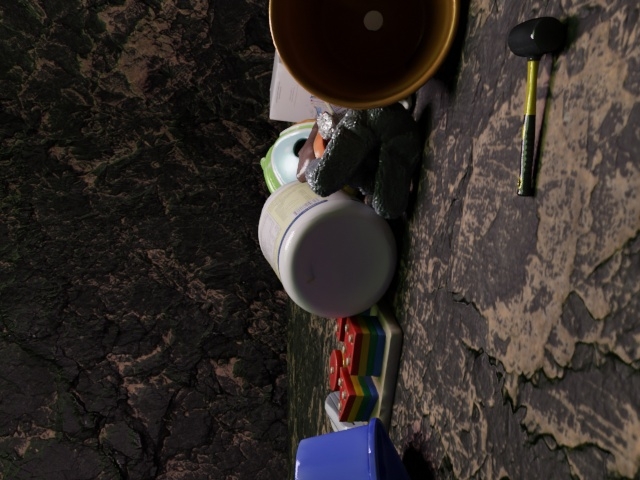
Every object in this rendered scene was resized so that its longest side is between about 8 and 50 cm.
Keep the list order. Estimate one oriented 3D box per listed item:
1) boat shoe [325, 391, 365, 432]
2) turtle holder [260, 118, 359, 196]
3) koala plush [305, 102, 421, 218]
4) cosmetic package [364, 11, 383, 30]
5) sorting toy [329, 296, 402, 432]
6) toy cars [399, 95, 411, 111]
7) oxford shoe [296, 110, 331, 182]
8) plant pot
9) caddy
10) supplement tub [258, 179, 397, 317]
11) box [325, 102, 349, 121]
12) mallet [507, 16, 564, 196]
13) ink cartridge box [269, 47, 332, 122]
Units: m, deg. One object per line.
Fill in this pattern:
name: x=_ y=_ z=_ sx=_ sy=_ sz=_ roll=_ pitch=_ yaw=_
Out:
boat shoe: x=0.054 y=0.407 z=1.427 sx=0.226 sy=0.083 sz=0.076 roll=-113 pitch=22 yaw=-82
turtle holder: x=-0.009 y=-0.160 z=1.607 sx=0.227 sy=0.243 sz=0.321 roll=-46 pitch=33 yaw=48
koala plush: x=0.083 y=-0.178 z=1.213 sx=0.221 sy=0.196 sz=0.204 roll=-110 pitch=40 yaw=-72
cosmetic package: x=0.113 y=-0.645 z=1.416 sx=0.160 sy=0.113 sz=0.310 roll=-97 pitch=14 yaw=-50
sorting toy: x=0.079 y=0.249 z=1.317 sx=0.257 sy=0.089 sz=0.256 roll=-113 pitch=28 yaw=-71
toy cars: x=0.138 y=-0.419 z=1.225 sx=0.176 sy=0.087 sz=0.394 roll=-114 pitch=29 yaw=-73
oxford shoe: x=-0.005 y=-0.207 z=1.406 sx=0.097 sy=0.098 sz=0.271 roll=52 pitch=-158 yaw=-16
plant pot: x=0.078 y=-0.368 z=1.058 sx=0.203 sy=0.290 sz=0.291 roll=-58 pitch=-25 yaw=-73
caddy: x=0.075 y=0.450 z=0.991 sx=0.241 sy=0.179 sz=0.342 roll=66 pitch=-164 yaw=-50
supplement tub: x=0.000 y=0.000 z=1.340 sx=0.325 sy=0.235 sz=0.236 roll=-134 pitch=48 yaw=-67
box: x=0.019 y=-0.436 z=1.520 sx=0.243 sy=0.117 sz=0.214 roll=54 pitch=-168 yaw=-27
mallet: x=0.229 y=-0.142 z=0.686 sx=0.062 sy=0.039 sz=0.190 roll=-164 pitch=73 yaw=-79
ink cartridge box: x=-0.016 y=-0.433 z=1.775 sx=0.171 sy=0.232 sz=0.168 roll=-96 pitch=15 yaw=-51
